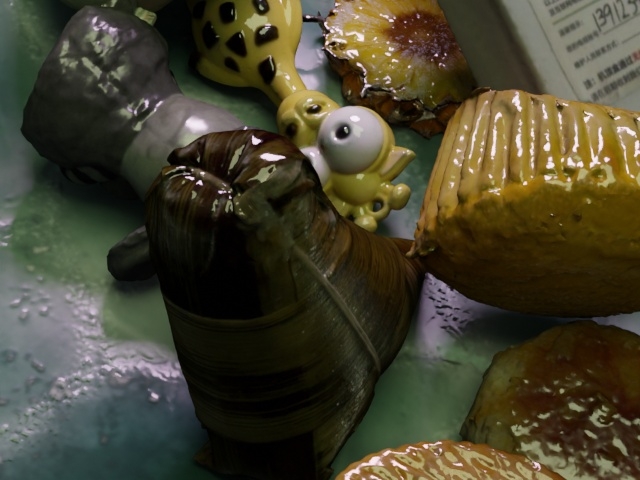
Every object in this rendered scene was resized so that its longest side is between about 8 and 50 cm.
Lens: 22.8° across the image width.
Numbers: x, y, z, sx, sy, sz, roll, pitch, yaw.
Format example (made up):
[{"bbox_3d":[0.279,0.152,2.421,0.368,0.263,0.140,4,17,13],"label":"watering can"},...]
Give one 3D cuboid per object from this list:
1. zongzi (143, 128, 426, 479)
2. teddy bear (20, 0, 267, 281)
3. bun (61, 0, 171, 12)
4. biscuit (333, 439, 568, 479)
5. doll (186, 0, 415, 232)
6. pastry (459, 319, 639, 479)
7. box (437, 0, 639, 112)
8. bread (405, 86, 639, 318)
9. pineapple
[{"bbox_3d":[0.000,0.000,1.182,0.134,0.286,0.288,17,45,30],"label":"zongzi"},{"bbox_3d":[-0.134,-0.063,1.283,0.171,0.144,0.251,-44,81,-1],"label":"teddy bear"},{"bbox_3d":[-0.131,-0.361,1.372,0.213,0.361,0.361,9,53,-15],"label":"bun"},{"bbox_3d":[0.101,0.246,1.067,0.254,0.035,0.254,5,52,-6],"label":"biscuit"},{"bbox_3d":[-0.026,-0.126,1.372,0.117,0.086,0.291,-39,66,12],"label":"doll"},{"bbox_3d":[0.208,0.152,1.214,0.182,0.093,0.192,-24,62,-24],"label":"pastry"},{"bbox_3d":[0.282,-0.256,1.411,0.396,0.111,0.396,-30,97,-29],"label":"box"},{"bbox_3d":[0.191,-0.021,1.220,0.240,0.240,0.139,8,67,-5],"label":"bread"},{"bbox_3d":[0.088,-0.177,1.458,0.221,0.047,0.221,6,50,-8],"label":"pineapple"}]
